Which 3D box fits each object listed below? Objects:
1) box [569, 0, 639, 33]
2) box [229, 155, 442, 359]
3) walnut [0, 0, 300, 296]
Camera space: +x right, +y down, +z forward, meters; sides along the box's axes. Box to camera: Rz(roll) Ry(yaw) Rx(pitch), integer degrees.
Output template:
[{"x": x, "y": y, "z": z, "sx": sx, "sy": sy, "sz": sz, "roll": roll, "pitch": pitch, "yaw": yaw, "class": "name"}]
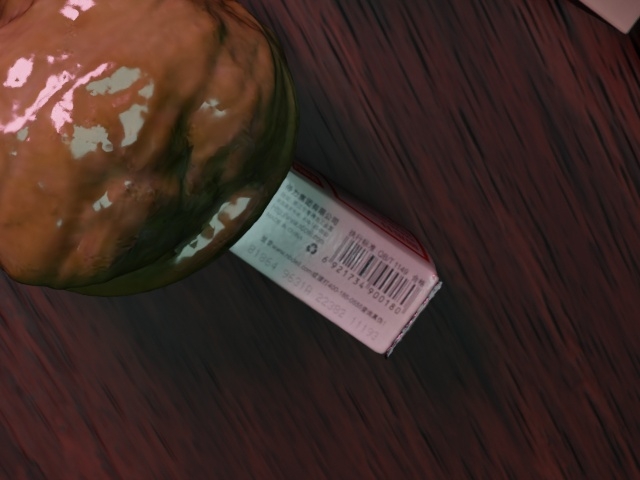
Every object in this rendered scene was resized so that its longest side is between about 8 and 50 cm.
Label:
[{"x": 0.180, "y": -0.262, "z": 1.390, "sx": 0.201, "sy": 0.141, "sz": 0.058, "roll": 32, "pitch": 100, "yaw": -18, "class": "box"}, {"x": 0.000, "y": 0.000, "z": 1.420, "sx": 0.182, "sy": 0.133, "sz": 0.099, "roll": 35, "pitch": 95, "yaw": -18, "class": "box"}, {"x": -0.158, "y": -0.092, "z": 1.275, "sx": 0.253, "sy": 0.282, "sz": 0.277, "roll": 32, "pitch": 94, "yaw": -16, "class": "walnut"}]
